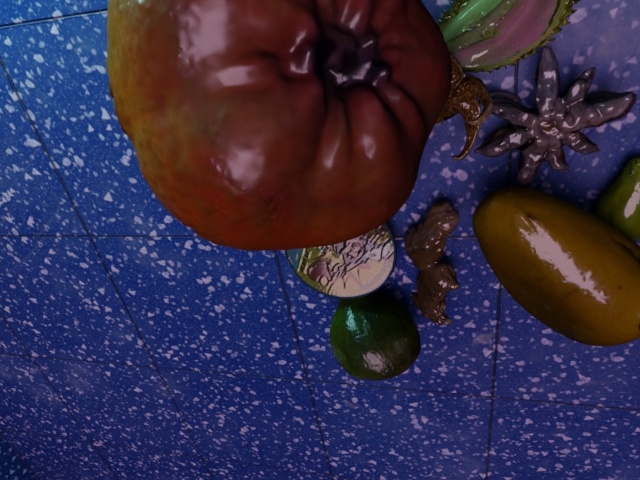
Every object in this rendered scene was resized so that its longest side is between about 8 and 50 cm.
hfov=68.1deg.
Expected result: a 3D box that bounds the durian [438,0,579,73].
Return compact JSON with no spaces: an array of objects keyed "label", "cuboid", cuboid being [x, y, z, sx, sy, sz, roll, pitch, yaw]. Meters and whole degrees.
[{"label":"durian","cuboid":[0.264,-0.329,0.671,0.137,0.096,0.220,18,163,-22]}]

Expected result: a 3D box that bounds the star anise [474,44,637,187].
[{"label":"star anise","cuboid":[0.361,-0.191,0.753,0.236,0.093,0.229,-4,121,30]}]

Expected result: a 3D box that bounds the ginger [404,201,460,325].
[{"label":"ginger","cuboid":[0.228,0.053,0.967,0.084,0.122,0.290,-23,128,-21]}]

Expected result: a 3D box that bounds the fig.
[{"label":"fig","cuboid":[0.109,0.169,1.046,0.203,0.203,0.235,-13,98,24]}]

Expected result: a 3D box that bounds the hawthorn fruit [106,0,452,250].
[{"label":"hawthorn fruit","cuboid":[-0.079,-0.208,0.655,0.471,0.472,0.472,8,127,11]}]

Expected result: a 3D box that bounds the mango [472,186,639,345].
[{"label":"mango","cuboid":[0.410,0.043,0.817,0.365,0.253,0.182,34,83,-15]}]

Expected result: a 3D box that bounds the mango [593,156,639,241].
[{"label":"mango","cuboid":[0.529,-0.063,0.812,0.091,0.074,0.165,5,127,12]}]

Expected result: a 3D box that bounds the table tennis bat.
[{"label":"table tennis bat","cuboid":[0.000,0.000,0.994,0.329,0.044,0.215,21,104,13]}]

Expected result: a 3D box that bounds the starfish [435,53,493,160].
[{"label":"starfish","cuboid":[0.207,-0.207,0.761,0.074,0.190,0.146,-41,87,-9]}]
